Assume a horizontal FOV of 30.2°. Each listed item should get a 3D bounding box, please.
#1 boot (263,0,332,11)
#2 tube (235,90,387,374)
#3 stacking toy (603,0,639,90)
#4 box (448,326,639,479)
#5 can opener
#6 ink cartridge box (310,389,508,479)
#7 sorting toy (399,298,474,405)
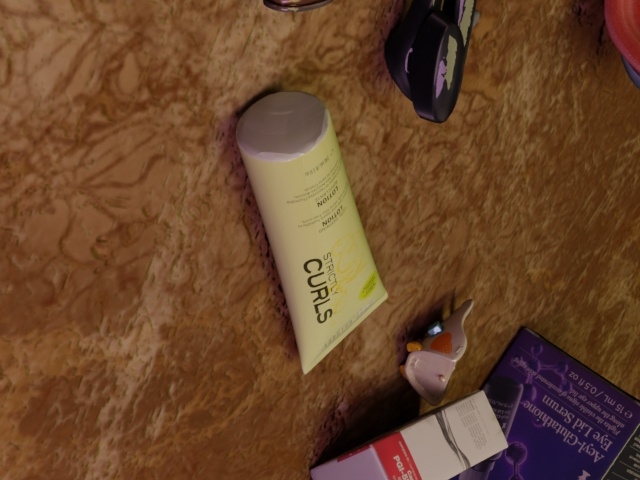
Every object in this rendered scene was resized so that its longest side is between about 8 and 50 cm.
[{"bbox_3d":[0.002,-0.200,0.688,0.106,0.037,0.114,-42,146,-38],"label":"boot"},{"bbox_3d":[0.000,0.000,0.821,0.070,0.062,0.240,-8,141,6],"label":"tube"},{"bbox_3d":[0.394,-0.212,0.920,0.309,0.279,0.130,-58,153,2],"label":"stacking toy"},{"bbox_3d":[0.212,0.215,1.127,0.207,0.153,0.108,-57,142,1],"label":"box"},{"bbox_3d":[0.086,-0.173,0.784,0.059,0.073,0.186,-5,112,-36],"label":"can opener"},{"bbox_3d":[0.076,0.184,0.998,0.135,0.056,0.099,-18,169,-38],"label":"ink cartridge box"},{"bbox_3d":[0.107,0.087,1.012,0.075,0.044,0.083,-50,164,-32],"label":"sorting toy"}]
